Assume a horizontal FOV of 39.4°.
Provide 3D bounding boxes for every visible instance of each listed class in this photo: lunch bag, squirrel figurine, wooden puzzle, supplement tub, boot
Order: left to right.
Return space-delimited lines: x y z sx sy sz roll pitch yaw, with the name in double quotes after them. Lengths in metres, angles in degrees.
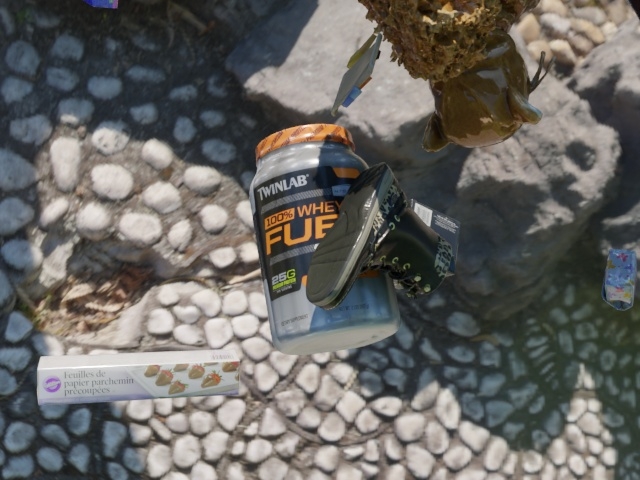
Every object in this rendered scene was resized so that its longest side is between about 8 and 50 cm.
0.000 0.000 1.333 0.193 0.193 0.316 -4 73 -22 "supplement tub"
0.038 -0.163 0.881 0.014 0.078 0.116 32 48 -14 "wooden puzzle"
0.088 0.032 1.204 0.178 0.085 0.236 45 52 -26 "boot"
0.169 -0.309 1.239 0.397 0.281 0.371 -16 96 -58 "squirrel figurine"
0.480 0.065 1.431 0.083 0.053 0.071 57 42 -52 "lunch bag"

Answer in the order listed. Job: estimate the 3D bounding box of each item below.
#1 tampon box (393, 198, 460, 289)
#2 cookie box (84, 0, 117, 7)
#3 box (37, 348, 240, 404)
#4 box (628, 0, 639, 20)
0.152 0.011 1.611 0.120 0.161 0.101 24 65 -28 "tampon box"
-0.339 -0.404 1.335 0.040 0.107 0.092 -8 119 -33 "cookie box"
-0.294 0.222 1.465 0.324 0.067 0.063 -1 101 -14 "box"
0.542 -0.352 1.174 0.168 0.203 0.167 -17 76 -35 "box"
